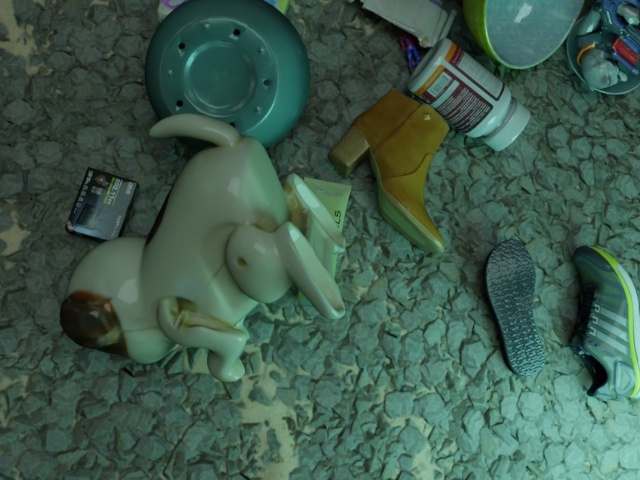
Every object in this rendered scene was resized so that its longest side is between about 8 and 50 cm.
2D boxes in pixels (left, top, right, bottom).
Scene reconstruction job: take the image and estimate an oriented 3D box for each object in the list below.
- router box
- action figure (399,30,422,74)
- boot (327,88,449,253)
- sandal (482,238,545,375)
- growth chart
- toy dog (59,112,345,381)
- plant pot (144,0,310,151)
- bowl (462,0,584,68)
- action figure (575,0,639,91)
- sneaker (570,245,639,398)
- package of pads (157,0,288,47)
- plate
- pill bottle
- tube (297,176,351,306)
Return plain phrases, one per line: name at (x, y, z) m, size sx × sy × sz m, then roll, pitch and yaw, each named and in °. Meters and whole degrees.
router box at (-0.384, -0.058, 1.243) m, size 0.092 × 0.038 × 0.123 m, roll 17°, pitch 75°, yaw -6°
action figure at (0.184, -0.383, 1.417) m, size 0.038 × 0.030 × 0.115 m, roll -12°, pitch 77°, yaw -9°
boot at (0.180, -0.139, 1.321) m, size 0.295 × 0.104 × 0.211 m, roll 45°, pitch 75°, yaw 7°
sandal at (0.357, 0.126, 1.323) m, size 0.097 × 0.054 × 0.255 m, roll -6°, pitch 88°, yaw -3°
growth chart at (0.169, -0.483, 1.425) m, size 0.237 × 0.021 × 0.172 m, roll 32°, pitch 60°, yaw -1°
toy dog at (-0.209, 0.047, 1.096) m, size 0.407 × 0.285 × 0.395 m, roll -31°, pitch 121°, yaw 16°
plant pot at (-0.157, -0.272, 1.173) m, size 0.292 × 0.235 × 0.293 m, roll -1°, pitch 104°, yaw -3°
bowl at (0.375, -0.499, 1.392) m, size 0.289 × 0.290 × 0.156 m, roll -37°, pitch 42°, yaw -15°
action figure at (0.636, -0.443, 1.444) m, size 0.341 × 0.178 × 0.330 m, roll 33°, pitch 79°, yaw -31°
sneaker at (0.523, 0.155, 1.311) m, size 0.121 × 0.111 × 0.300 m, roll -12°, pitch 77°, yaw -8°
package of pads at (-0.169, -0.489, 1.346) m, size 0.229 × 0.101 × 0.297 m, roll 19°, pitch 75°, yaw -6°
plate at (0.604, -0.393, 1.490) m, size 0.188 × 0.024 × 0.188 m, roll 2°, pitch 76°, yaw -8°
pill bottle at (0.286, -0.276, 1.352) m, size 0.221 × 0.121 × 0.121 m, roll 35°, pitch 74°, yaw -11°
tube at (0.000, 0.000, 1.285) m, size 0.070 × 0.062 × 0.240 m, roll 31°, pitch 60°, yaw -48°
